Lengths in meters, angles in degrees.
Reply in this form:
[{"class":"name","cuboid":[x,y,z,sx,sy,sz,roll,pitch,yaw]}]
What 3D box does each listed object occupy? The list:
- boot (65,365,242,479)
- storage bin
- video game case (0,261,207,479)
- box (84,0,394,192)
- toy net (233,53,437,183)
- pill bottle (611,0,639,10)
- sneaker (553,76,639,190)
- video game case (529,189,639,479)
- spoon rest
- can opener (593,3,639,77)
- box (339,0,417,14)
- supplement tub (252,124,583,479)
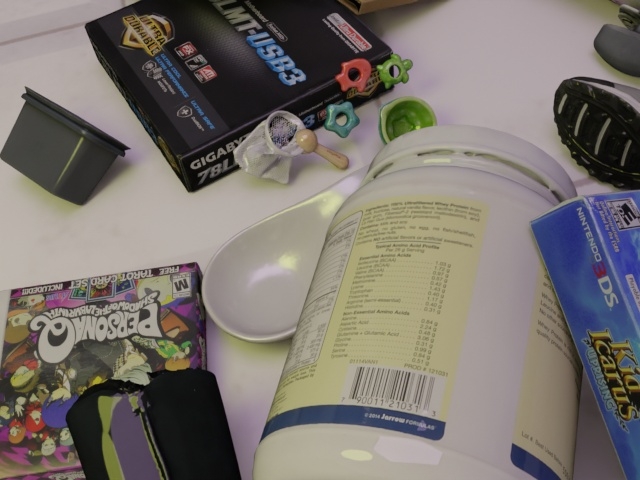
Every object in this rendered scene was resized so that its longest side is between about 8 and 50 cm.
[{"class":"boot","cuboid":[-0.168,0.225,0.664,0.246,0.094,0.207,-20,61,-16]},{"class":"storage bin","cuboid":[-0.304,-0.105,0.987,0.135,0.098,0.091,31,90,26]},{"class":"video game case","cuboid":[-0.227,0.130,0.822,0.232,0.042,0.210,-8,54,1]},{"class":"box","cuboid":[-0.106,-0.234,1.064,0.293,0.073,0.295,-29,56,-13]},{"class":"toy net","cuboid":[0.013,-0.137,0.950,0.232,0.122,0.045,-16,9,-12]},{"class":"pill bottle","cuboid":[0.345,-0.429,1.091,0.169,0.169,0.301,-37,58,-19]},{"class":"sneaker","cuboid":[0.377,-0.104,0.898,0.271,0.100,0.108,30,48,22]},{"class":"video game case","cuboid":[0.303,0.088,0.643,0.244,0.061,0.269,-7,73,-38]},{"class":"spoon rest","cuboid":[0.000,0.000,0.865,0.276,0.084,0.137,-37,57,-20]},{"class":"can opener","cuboid":[0.455,-0.191,0.974,0.283,0.076,0.095,40,99,30]},{"class":"box","cuboid":[0.074,-0.364,1.126,0.201,0.021,0.164,-22,53,-35]},{"class":"supplement tub","cuboid":[0.097,0.089,0.690,0.235,0.235,0.325,9,55,14]}]
